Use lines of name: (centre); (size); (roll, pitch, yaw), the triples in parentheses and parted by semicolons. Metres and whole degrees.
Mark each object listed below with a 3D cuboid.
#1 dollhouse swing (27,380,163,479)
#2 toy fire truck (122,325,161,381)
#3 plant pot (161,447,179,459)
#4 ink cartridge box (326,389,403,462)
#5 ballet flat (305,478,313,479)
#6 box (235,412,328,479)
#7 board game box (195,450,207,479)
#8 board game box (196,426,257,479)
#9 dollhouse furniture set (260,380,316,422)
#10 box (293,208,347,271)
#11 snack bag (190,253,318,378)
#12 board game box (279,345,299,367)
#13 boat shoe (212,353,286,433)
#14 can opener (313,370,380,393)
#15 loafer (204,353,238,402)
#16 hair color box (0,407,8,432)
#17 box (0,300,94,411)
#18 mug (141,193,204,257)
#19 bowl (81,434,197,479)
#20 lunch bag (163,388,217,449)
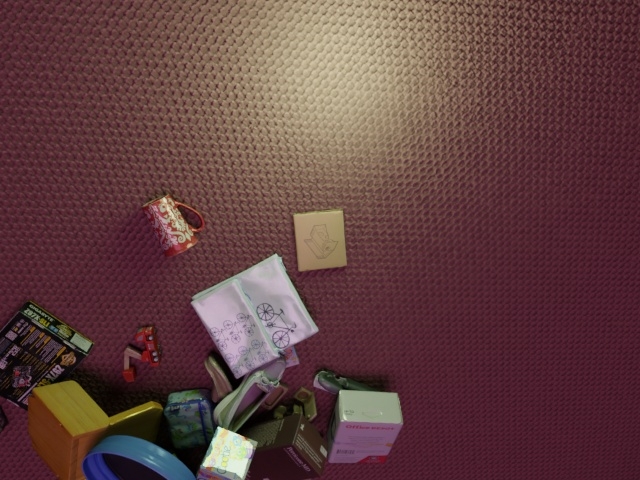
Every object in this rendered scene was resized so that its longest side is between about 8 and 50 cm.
dollhouse swing: (-0.785, 0.630, 1.706); (0.315, 0.305, 0.346); (36, 127, 20)
toy fire truck: (-0.623, 0.390, 1.677); (0.135, 0.047, 0.192); (-6, 111, -2)
plant pot: (-0.585, 0.926, 1.796); (0.276, 0.276, 0.253); (-15, 100, 0)
ink cartridge box: (0.154, 0.690, 1.788); (0.226, 0.131, 0.306); (5, 129, -7)
ballet flat: (-0.067, 0.901, 1.910); (0.106, 0.107, 0.315); (13, 108, -3)
box: (-0.184, 0.769, 1.760); (0.382, 0.143, 0.191); (-24, 113, 25)
board game box: (-0.401, 0.924, 1.863); (0.035, 0.136, 0.201); (-28, 111, 5)
board game box: (-0.321, 0.762, 1.606); (0.142, 0.144, 0.275); (21, 131, 0)
dollhouse furniture set: (-0.120, 0.610, 1.775); (0.151, 0.123, 0.144); (35, 104, -17)
box: (0.000, 0.000, 1.606); (0.165, 0.021, 0.201); (-6, 111, -4)
snack bag: (-0.214, 0.257, 1.635); (0.343, 0.037, 0.323); (-27, 96, 5)
board game box: (-0.164, 0.416, 1.747); (0.154, 0.026, 0.103); (-17, 113, 0)
boat shoe: (-0.230, 0.528, 1.676); (0.320, 0.103, 0.118); (-43, 127, -11)
can opener: (0.100, 0.559, 1.803); (0.280, 0.093, 0.074); (24, 106, -19)
loafer: (-0.351, 0.522, 1.729); (0.092, 0.102, 0.268); (-24, 113, -3)
hair color box: (-1.283, 0.671, 1.641); (0.339, 0.185, 0.110); (-9, 111, -3)
box: (-0.972, 0.393, 1.625); (0.322, 0.079, 0.257); (-44, 111, 11)
mug: (-0.457, -0.056, 1.506); (0.113, 0.150, 0.169); (-11, 113, 38)
bowl: (-0.564, 0.766, 1.550); (0.391, 0.077, 0.391); (9, 125, 13)
lunch bag: (-0.466, 0.651, 1.776); (0.176, 0.090, 0.218); (-5, 113, -7)
